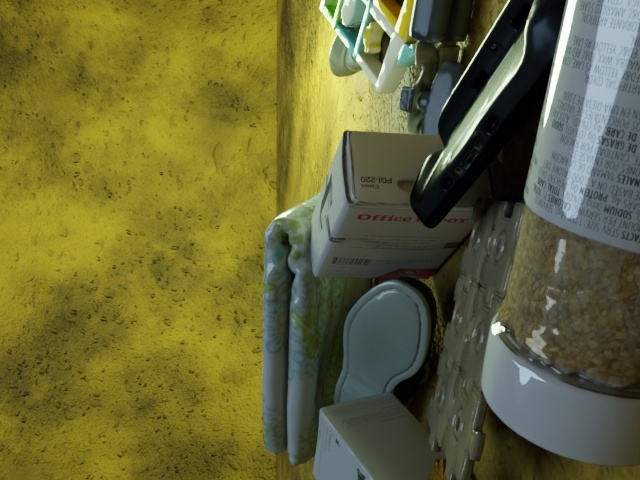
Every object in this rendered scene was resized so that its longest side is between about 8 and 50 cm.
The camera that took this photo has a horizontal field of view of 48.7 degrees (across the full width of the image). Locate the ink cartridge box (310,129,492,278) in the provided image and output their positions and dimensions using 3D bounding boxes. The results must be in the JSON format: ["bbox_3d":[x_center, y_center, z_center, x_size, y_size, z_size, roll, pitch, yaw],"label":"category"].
[{"bbox_3d":[0.082,-0.033,0.820,0.218,0.158,0.092,115,154,-66],"label":"ink cartridge box"}]

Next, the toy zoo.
[{"bbox_3d":[0.085,-0.354,1.043,0.192,0.030,0.293,108,146,-41],"label":"toy zoo"}]

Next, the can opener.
[{"bbox_3d":[0.148,-0.243,0.793,0.093,0.074,0.280,26,121,42],"label":"can opener"}]

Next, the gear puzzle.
[{"bbox_3d":[0.145,0.129,0.644,0.175,0.044,0.339,-109,31,-85],"label":"gear puzzle"}]

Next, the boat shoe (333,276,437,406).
[{"bbox_3d":[0.090,0.144,0.917,0.114,0.091,0.302,39,139,19],"label":"boat shoe"}]

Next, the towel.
[{"bbox_3d":[0.008,0.108,1.090,0.320,0.090,0.374,-40,-46,-66],"label":"towel"}]

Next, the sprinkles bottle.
[{"bbox_3d":[0.176,-0.056,0.379,0.121,0.121,0.355,-110,24,-66],"label":"sprinkles bottle"}]

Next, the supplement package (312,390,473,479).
[{"bbox_3d":[0.078,0.274,0.806,0.179,0.105,0.105,41,131,53],"label":"supplement package"}]

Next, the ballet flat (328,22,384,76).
[{"bbox_3d":[0.073,-0.350,1.203,0.248,0.086,0.086,108,161,-56],"label":"ballet flat"}]

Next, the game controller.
[{"bbox_3d":[0.155,-0.125,0.575,0.319,0.067,0.166,113,178,-67],"label":"game controller"}]
